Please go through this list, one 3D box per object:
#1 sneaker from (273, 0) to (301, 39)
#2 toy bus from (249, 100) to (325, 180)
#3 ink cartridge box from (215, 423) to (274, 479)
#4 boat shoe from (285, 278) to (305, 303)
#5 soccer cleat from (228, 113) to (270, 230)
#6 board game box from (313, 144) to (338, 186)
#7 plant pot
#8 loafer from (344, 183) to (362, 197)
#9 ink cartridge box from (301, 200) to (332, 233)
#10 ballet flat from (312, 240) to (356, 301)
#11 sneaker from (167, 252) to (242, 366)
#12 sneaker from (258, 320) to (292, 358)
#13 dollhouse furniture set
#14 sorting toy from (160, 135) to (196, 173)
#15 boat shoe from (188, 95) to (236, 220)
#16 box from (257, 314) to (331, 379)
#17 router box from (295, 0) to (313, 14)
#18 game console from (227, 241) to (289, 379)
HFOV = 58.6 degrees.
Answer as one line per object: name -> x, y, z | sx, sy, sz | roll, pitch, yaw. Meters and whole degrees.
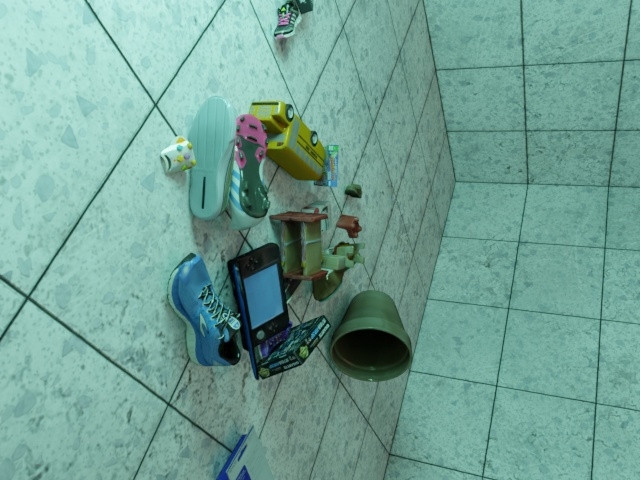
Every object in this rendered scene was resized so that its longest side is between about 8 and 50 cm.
sneaker -> -0.104, -0.657, 1.694 | 0.170, 0.063, 0.074 | -69, 151, -41
toy bus -> -0.097, -0.297, 1.718 | 0.333, 0.108, 0.130 | 33, 66, -63
ink cartridge box -> -0.219, 0.704, 1.685 | 0.165, 0.065, 0.332 | -55, 143, -47
boat shoe -> -0.124, 0.173, 1.826 | 0.065, 0.075, 0.206 | 44, 46, -4
soccer cleat -> -0.210, -0.180, 1.517 | 0.116, 0.143, 0.331 | 13, 59, -33
board game box -> 0.017, -0.250, 1.920 | 0.201, 0.035, 0.136 | -155, -114, -75
plant pot -> 0.205, 0.361, 2.312 | 0.280, 0.323, 0.323 | -82, 162, -50
loafer -> 0.133, -0.205, 2.301 | 0.148, 0.056, 0.050 | 24, 72, -75
ink cartridge box -> -0.011, -0.078, 2.001 | 0.135, 0.056, 0.099 | -34, 124, -59
ballet flat -> 0.040, 0.097, 2.102 | 0.124, 0.116, 0.342 | 65, 33, -14
sneaker -> -0.263, 0.174, 1.395 | 0.129, 0.147, 0.329 | -54, 140, -49
sneaker -> -0.140, 0.298, 1.772 | 0.170, 0.071, 0.068 | -56, 142, -46
dollhouse furniture set -> 0.000, 0.000, 1.886 | 0.374, 0.152, 0.201 | -14, 107, -58
sorting toy -> -0.333, -0.189, 1.318 | 0.075, 0.045, 0.083 | -32, 125, -37
boat shoe -> -0.264, -0.201, 1.406 | 0.094, 0.109, 0.302 | -36, 137, -78
box -> -0.083, 0.329, 1.779 | 0.051, 0.175, 0.220 | 57, 34, -8
router box -> -0.069, -0.798, 1.716 | 0.179, 0.046, 0.133 | 60, 23, -50
game console -> -0.152, 0.189, 1.588 | 0.250, 0.173, 0.293 | -26, 120, -38
